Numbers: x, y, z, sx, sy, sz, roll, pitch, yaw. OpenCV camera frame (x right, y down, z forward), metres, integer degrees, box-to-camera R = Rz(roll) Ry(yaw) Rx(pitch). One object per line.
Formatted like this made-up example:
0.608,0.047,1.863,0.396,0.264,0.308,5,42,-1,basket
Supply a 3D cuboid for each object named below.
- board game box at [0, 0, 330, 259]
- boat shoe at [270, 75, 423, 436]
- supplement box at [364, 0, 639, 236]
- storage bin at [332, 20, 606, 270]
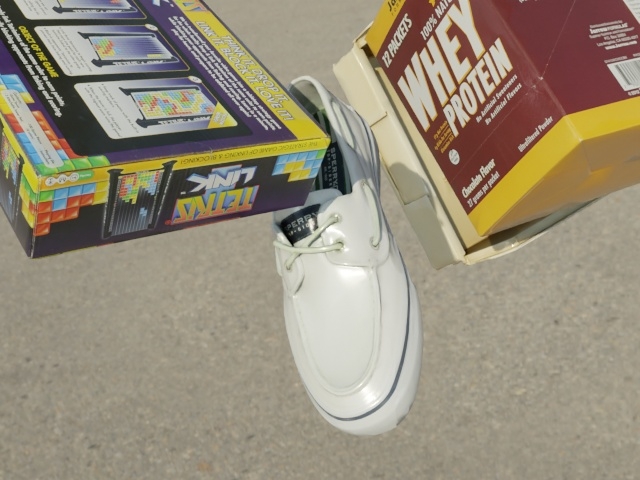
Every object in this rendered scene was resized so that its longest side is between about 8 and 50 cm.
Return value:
-0.101,-0.075,0.374,0.141,0.048,0.170,-12,50,-37,board game box
0.000,0.000,0.453,0.083,0.076,0.226,-25,51,20,boat shoe
0.174,-0.136,0.587,0.191,0.129,0.194,-17,69,-27,supplement box
0.186,-0.137,0.831,0.260,0.262,0.123,-27,0,-30,storage bin
